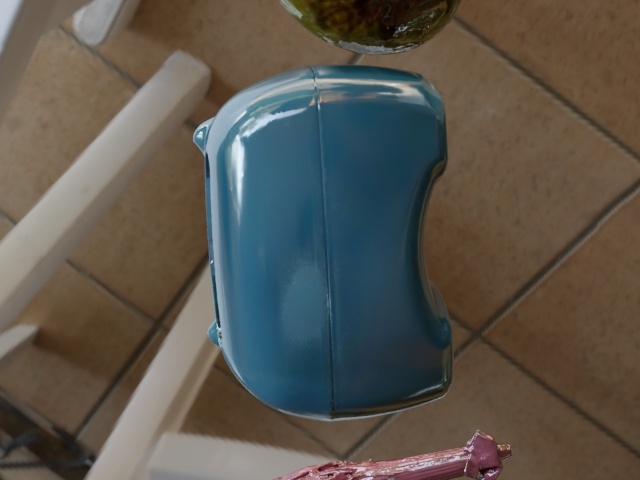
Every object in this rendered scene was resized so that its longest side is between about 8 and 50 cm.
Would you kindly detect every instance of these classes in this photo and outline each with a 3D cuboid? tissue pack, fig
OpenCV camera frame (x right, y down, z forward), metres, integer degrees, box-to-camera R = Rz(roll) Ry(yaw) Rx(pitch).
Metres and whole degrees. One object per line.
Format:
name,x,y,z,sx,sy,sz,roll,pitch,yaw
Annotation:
tissue pack,0.000,0.000,0.953,0.206,0.198,0.288,-5,103,-4
fig,0.034,-0.264,1.038,0.191,0.181,0.181,38,139,39

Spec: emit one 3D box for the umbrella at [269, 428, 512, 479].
umbrella,0.014,0.122,0.565,0.165,0.027,0.025,-15,156,12
